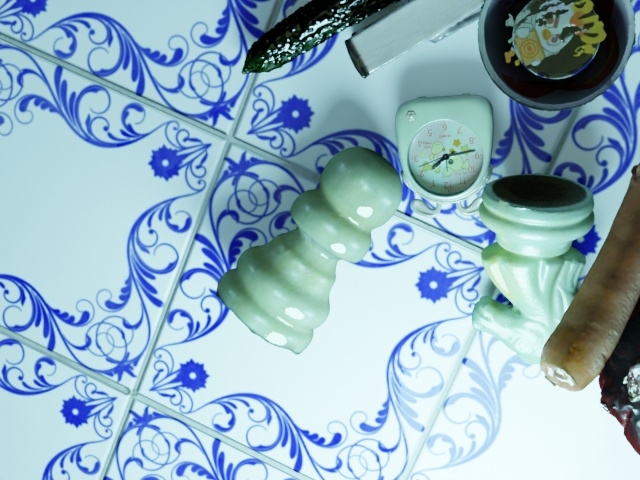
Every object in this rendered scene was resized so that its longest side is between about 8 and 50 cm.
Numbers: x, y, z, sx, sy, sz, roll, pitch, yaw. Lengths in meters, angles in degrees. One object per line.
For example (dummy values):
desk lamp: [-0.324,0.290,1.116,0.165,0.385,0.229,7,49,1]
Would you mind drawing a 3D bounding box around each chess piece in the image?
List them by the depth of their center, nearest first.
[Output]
chess piece: [0.325,0.057,1.559,0.175,0.176,0.298,4,114,12]
chess piece: [0.000,0.000,1.609,0.182,0.182,0.330,39,101,4]

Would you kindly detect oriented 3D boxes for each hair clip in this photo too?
hair clip: [0.195,-0.356,1.528,0.331,0.101,0.085,-26,90,14]

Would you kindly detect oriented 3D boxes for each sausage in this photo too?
sausage: [0.442,0.029,1.472,0.094,0.094,0.419,15,71,48]

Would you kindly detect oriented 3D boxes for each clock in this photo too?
clock: [0.197,-0.132,1.584,0.151,0.062,0.191,-2,100,13]

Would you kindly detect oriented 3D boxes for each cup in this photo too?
cup: [0.329,-0.287,1.405,0.203,0.288,0.203,2,101,12]

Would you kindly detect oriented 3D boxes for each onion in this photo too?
onion: [0.534,0.183,1.456,0.314,0.232,0.314,-20,63,46]

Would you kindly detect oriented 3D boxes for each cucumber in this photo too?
cucumber: [-0.004,-0.345,1.586,0.300,0.072,0.072,-26,94,18]
